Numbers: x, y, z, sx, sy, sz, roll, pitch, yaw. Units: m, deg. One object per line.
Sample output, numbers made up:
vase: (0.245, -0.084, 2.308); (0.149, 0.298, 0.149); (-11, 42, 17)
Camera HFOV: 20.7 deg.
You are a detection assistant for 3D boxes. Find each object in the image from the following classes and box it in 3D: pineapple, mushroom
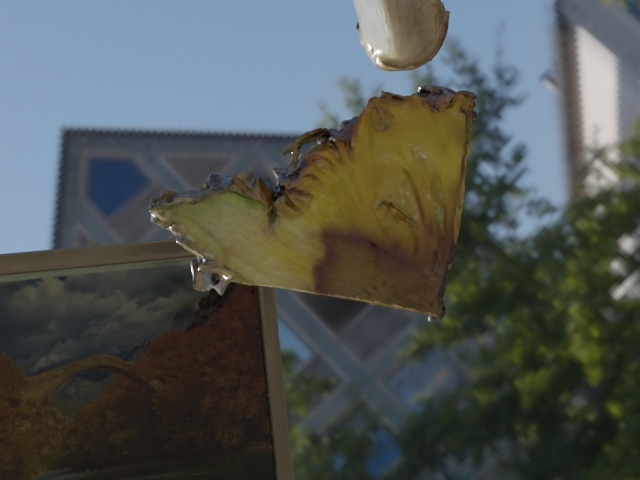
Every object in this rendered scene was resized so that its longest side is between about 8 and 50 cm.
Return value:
pineapple: (0.000, 0.000, 0.586); (0.114, 0.077, 0.114); (-4, -30, -12)
mushroom: (0.053, -0.285, 1.475); (0.095, 0.122, 0.351); (-11, -40, 4)

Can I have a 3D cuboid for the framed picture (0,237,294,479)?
framed picture: (-0.127, 0.092, 1.055); (0.250, 0.184, 0.016); (-4, -1, -36)
